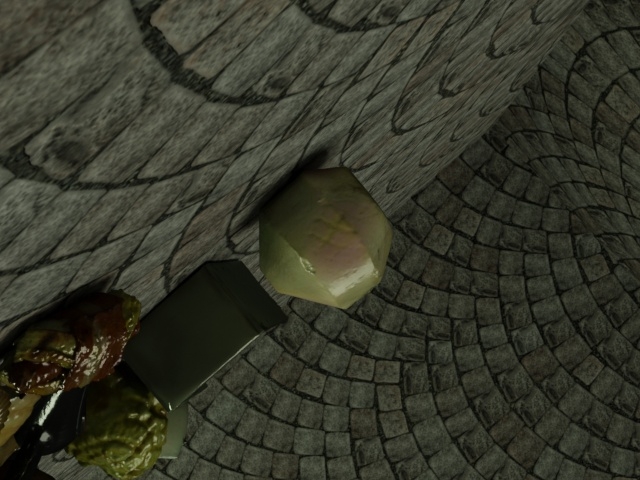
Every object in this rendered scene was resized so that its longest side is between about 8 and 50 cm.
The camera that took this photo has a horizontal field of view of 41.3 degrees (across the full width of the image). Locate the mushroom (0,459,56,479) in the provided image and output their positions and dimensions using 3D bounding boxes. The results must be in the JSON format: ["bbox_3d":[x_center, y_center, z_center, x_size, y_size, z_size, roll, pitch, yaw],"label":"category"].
[{"bbox_3d":[-0.600,0.508,1.540,0.263,0.195,0.283,-30,154,-21],"label":"mushroom"}]

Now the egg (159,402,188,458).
[{"bbox_3d":[-0.456,0.433,2.099,0.271,0.161,0.207,0,-114,48],"label":"egg"}]

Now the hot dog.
[{"bbox_3d":[-0.324,0.144,1.128,0.213,0.103,0.146,-32,170,-49],"label":"hot dog"}]

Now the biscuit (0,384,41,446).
[{"bbox_3d":[-0.469,0.250,1.154,0.183,0.061,0.118,-33,156,-47],"label":"biscuit"}]

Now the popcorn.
[{"bbox_3d":[-0.396,0.339,1.687,0.237,0.205,0.252,102,3,-57],"label":"popcorn"}]

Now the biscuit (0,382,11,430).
[{"bbox_3d":[-0.460,0.230,0.939,0.259,0.079,0.259,-41,166,-12],"label":"biscuit"}]

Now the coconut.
[{"bbox_3d":[0.000,0.000,1.534,0.259,0.259,0.259,-41,174,-5],"label":"coconut"}]

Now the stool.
[{"bbox_3d":[-0.227,0.181,1.685,0.243,0.170,0.269,-41,174,7],"label":"stool"}]

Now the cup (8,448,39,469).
[{"bbox_3d":[-0.632,0.484,1.735,0.077,0.078,0.100,-28,162,-46],"label":"cup"}]

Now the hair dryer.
[{"bbox_3d":[-0.431,0.339,1.241,0.304,0.120,0.360,-45,-158,47],"label":"hair dryer"}]

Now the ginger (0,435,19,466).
[{"bbox_3d":[-0.558,0.365,1.382,0.131,0.086,0.294,-55,176,29],"label":"ginger"}]
